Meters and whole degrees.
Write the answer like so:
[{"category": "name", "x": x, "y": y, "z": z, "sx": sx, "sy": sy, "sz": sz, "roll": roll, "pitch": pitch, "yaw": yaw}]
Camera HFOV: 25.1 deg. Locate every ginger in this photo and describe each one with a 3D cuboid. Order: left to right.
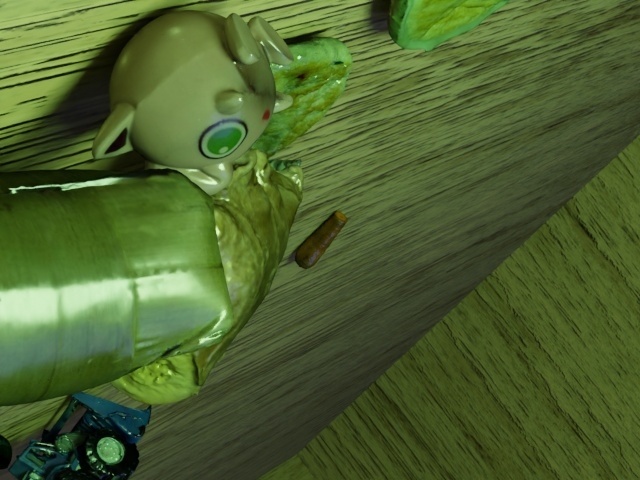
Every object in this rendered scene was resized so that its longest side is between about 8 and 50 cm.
[{"category": "ginger", "x": -0.089, "y": -0.006, "z": 1.192, "sx": 0.270, "sy": 0.123, "sz": 0.219, "roll": -68, "pitch": 175, "yaw": -49}]

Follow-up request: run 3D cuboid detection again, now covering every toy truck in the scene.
[{"category": "toy truck", "x": -0.301, "y": 0.274, "z": 1.759, "sx": 0.113, "sy": 0.126, "sz": 0.208, "roll": -50, "pitch": -176, "yaw": 40}]

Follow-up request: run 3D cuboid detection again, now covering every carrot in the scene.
[{"category": "carrot", "x": 0.000, "y": 0.000, "z": 1.881, "sx": 0.093, "sy": 0.032, "sz": 0.032, "roll": -50, "pitch": 164, "yaw": 26}]

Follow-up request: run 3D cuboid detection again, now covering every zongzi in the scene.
[{"category": "zongzi", "x": -0.285, "y": 0.033, "z": 1.014, "sx": 0.323, "sy": 0.160, "sz": 0.360, "roll": -2, "pitch": -179, "yaw": -35}]

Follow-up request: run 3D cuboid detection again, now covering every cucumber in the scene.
[{"category": "cucumber", "x": -0.382, "y": 0.245, "z": 1.683, "sx": 0.036, "sy": 0.033, "sz": 0.184, "roll": -60, "pitch": 174, "yaw": -16}]

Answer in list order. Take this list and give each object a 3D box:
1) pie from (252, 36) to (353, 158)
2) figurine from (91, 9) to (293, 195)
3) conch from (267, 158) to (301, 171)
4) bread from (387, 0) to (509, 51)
[{"category": "pie", "x": -0.052, "y": -0.116, "z": 1.261, "sx": 0.187, "sy": 0.041, "sz": 0.187, "roll": -34, "pitch": 167, "yaw": -9}, {"category": "figurine", "x": -0.088, "y": -0.101, "z": 1.018, "sx": 0.138, "sy": 0.125, "sz": 0.125, "roll": -42, "pitch": 168, "yaw": 15}, {"category": "conch", "x": -0.069, "y": -0.038, "z": 1.451, "sx": 0.088, "sy": 0.065, "sz": 0.180, "roll": -29, "pitch": 171, "yaw": -42}, {"category": "bread", "x": 0.176, "y": -0.285, "z": 1.289, "sx": 0.301, "sy": 0.045, "sz": 0.301, "roll": -38, "pitch": 169, "yaw": -9}]
